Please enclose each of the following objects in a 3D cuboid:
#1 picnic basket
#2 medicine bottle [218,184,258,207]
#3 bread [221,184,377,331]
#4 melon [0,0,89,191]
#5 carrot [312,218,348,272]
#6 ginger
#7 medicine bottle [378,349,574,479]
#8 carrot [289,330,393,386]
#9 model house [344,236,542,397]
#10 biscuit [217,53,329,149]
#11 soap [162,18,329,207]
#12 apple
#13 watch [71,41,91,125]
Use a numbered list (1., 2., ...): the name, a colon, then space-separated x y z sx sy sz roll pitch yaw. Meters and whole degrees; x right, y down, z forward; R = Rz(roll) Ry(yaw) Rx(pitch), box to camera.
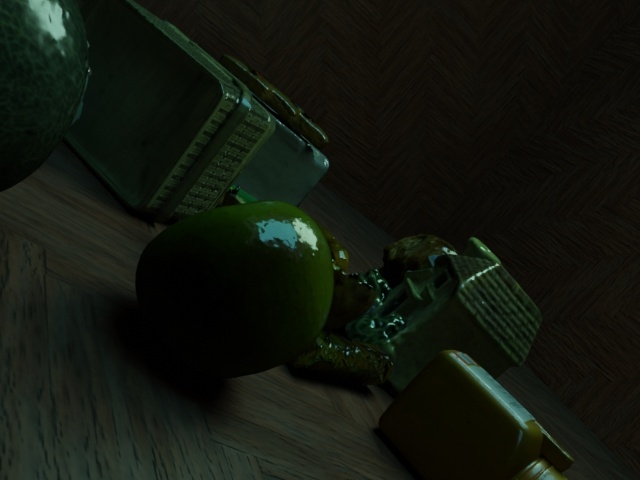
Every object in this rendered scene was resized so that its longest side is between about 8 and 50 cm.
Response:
1. picnic basket: -0.245 -0.191 1.004 0.313 0.228 0.175 43 11 22
2. medicine bottle: -0.203 -0.098 1.249 0.095 0.064 0.261 39 7 34
3. bread: -0.057 0.049 0.901 0.260 0.134 0.129 38 -2 -20
4. melon: -0.310 -0.147 0.432 0.302 0.237 0.237 26 15 -40
5. carrot: 0.000 0.000 1.664 0.066 0.066 0.314 36 7 -28
6. ginger: 0.236 0.124 1.491 0.274 0.153 0.357 63 -21 17
7. medicine bottle: 0.202 0.264 0.850 0.222 0.149 0.112 45 9 28
8. carrot: 0.031 0.163 0.922 0.069 0.069 0.229 46 11 35
9. model house: 0.202 0.114 1.169 0.261 0.266 0.321 45 12 -17
10. biscuit: -0.100 -0.303 1.415 0.301 0.043 0.278 33 11 -49
11. soap: -0.209 -0.242 1.473 0.435 0.213 0.350 35 8 -34
12. apple: -0.078 0.047 0.651 0.196 0.197 0.156 -12 88 -80
13. watch: -0.394 -0.204 0.763 0.253 0.161 0.241 37 21 -8
